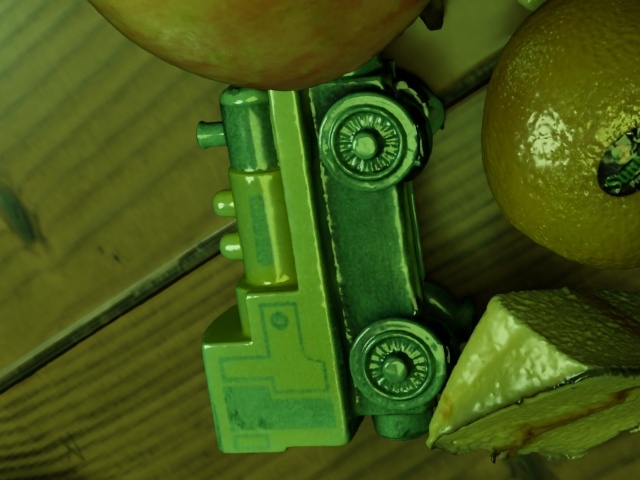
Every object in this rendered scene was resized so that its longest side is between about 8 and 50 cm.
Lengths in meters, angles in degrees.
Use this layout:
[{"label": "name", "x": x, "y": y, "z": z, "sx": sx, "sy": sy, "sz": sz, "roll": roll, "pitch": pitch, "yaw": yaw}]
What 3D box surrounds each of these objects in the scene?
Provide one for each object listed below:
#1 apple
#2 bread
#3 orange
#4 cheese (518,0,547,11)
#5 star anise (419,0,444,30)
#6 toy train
[{"label": "apple", "x": -0.085, "y": -0.260, "z": 1.384, "sx": 0.309, "sy": 0.252, "sz": 0.314, "roll": -21, "pitch": 123, "yaw": 39}, {"label": "bread", "x": 0.223, "y": 0.144, "z": 1.510, "sx": 0.135, "sy": 0.240, "sz": 0.178, "roll": 43, "pitch": 118, "yaw": 40}, {"label": "orange", "x": 0.238, "y": -0.095, "z": 1.439, "sx": 0.236, "sy": 0.236, "sz": 0.236, "roll": 3, "pitch": 109, "yaw": 8}, {"label": "cheese", "x": 0.196, "y": -0.229, "z": 1.495, "sx": 0.044, "sy": 0.030, "sz": 0.083, "roll": 43, "pitch": 115, "yaw": -14}, {"label": "star anise", "x": 0.052, "y": -0.295, "z": 1.457, "sx": 0.272, "sy": 0.102, "sz": 0.272, "roll": 2, "pitch": 106, "yaw": 6}, {"label": "toy train", "x": 0.000, "y": 0.000, "z": 1.549, "sx": 0.237, "sy": 0.150, "sz": 0.369, "roll": -4, "pitch": 107, "yaw": 16}]
